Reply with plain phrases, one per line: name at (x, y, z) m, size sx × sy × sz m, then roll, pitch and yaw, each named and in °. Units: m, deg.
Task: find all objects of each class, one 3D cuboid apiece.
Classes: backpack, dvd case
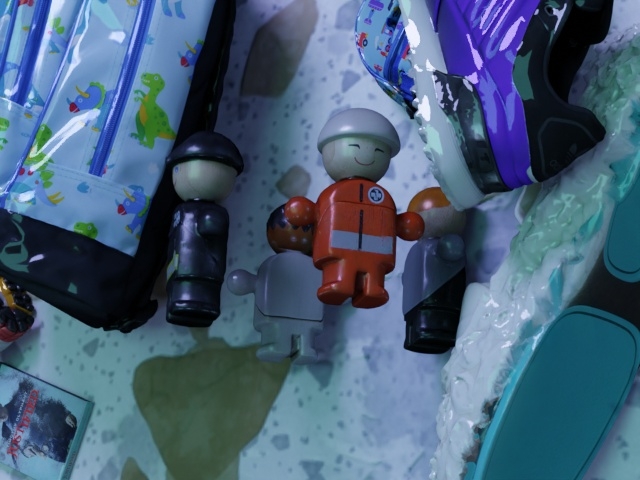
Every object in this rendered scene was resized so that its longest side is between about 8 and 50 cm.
backpack at (-0.190, -0.130, 1.243) m, size 0.273 × 0.290 × 0.355 m, roll 30°, pitch 84°, yaw -6°
dvd case at (-0.268, 0.170, 1.373) m, size 0.119 × 0.013 × 0.087 m, roll 19°, pitch 90°, yaw 34°
backpack at (0.102, -0.168, 1.160) m, size 0.173 × 0.117 × 0.158 m, roll 33°, pitch 98°, yaw 33°

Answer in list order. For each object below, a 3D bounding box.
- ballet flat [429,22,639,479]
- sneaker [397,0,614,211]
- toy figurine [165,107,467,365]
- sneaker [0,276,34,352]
ballet flat at (0.180, 0.024, 1.078) m, size 0.147 × 0.147 × 0.409 m, roll 27°, pitch 90°, yaw 33°
sneaker at (0.128, -0.175, 1.026) m, size 0.146 × 0.102 × 0.293 m, roll -17°, pitch 74°, yaw 20°
toy figurine at (0.000, 0.000, 1.132) m, size 0.213 × 0.209 × 0.148 m, roll -9°, pitch 68°, yaw 31°
sneaker at (-0.364, 0.023, 1.419) m, size 0.093 × 0.088 × 0.225 m, roll -43°, pitch 61°, yaw 18°
